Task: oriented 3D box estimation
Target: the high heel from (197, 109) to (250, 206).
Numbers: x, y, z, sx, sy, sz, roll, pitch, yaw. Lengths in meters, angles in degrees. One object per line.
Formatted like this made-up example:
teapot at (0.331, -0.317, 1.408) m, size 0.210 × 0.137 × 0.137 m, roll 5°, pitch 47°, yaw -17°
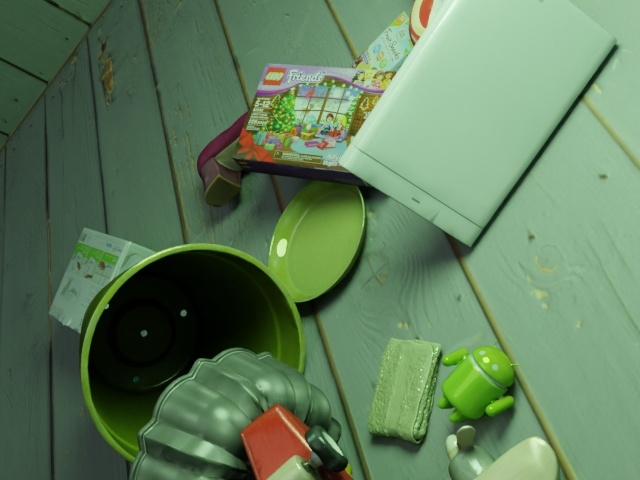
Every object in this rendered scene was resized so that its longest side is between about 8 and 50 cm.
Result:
high heel at (-0.126, -0.244, 1.674) m, size 0.377 × 0.127 × 0.181 m, roll -40°, pitch 36°, yaw 22°

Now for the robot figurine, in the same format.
robot figurine at (0.205, 0.186, 1.068) m, size 0.115 × 0.067 × 0.101 m, roll -50°, pitch 57°, yaw 16°

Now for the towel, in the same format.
towel at (0.119, 0.214, 1.186) m, size 0.110 × 0.027 × 0.148 m, roll -5°, pitch 66°, yaw 49°

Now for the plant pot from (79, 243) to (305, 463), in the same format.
plant pot at (-0.269, 0.184, 1.436) m, size 0.353 × 0.367 × 0.366 m, roll 3°, pitch 71°, yaw 62°

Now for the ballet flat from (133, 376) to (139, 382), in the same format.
ballet flat at (-0.378, 0.300, 1.684) m, size 0.247 × 0.083 × 0.087 m, roll 50°, pitch 123°, yaw 52°

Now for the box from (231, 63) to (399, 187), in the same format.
box at (0.007, -0.205, 1.439) m, size 0.293 × 0.057 × 0.200 m, roll 9°, pitch 71°, yaw 27°

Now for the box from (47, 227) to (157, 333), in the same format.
box at (-0.492, 0.108, 1.888) m, size 0.262 × 0.127 × 0.231 m, roll 11°, pitch 78°, yaw 51°

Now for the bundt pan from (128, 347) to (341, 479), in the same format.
bundt pan at (-0.091, 0.321, 1.132) m, size 0.124 × 0.331 × 0.330 m, roll 7°, pitch 74°, yaw 45°

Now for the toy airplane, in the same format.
toy airplane at (0.079, 0.403, 0.977) m, size 0.386 × 0.272 × 0.384 m, roll 3°, pitch 80°, yaw 12°

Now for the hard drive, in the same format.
hard drive at (0.218, -0.193, 1.141) m, size 0.353 × 0.233 × 0.047 m, roll -56°, pitch 19°, yaw 9°

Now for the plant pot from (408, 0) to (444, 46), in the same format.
plant pot at (0.245, -0.320, 1.234) m, size 0.191 × 0.174 × 0.191 m, roll -25°, pitch 53°, yaw 37°

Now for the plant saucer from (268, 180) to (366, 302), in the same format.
plant saucer at (0.000, 0.000, 1.444) m, size 0.241 × 0.037 × 0.241 m, roll -28°, pitch 49°, yaw 38°

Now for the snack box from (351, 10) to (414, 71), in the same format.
snack box at (0.125, -0.333, 1.490) m, size 0.141 × 0.037 × 0.100 m, roll -41°, pitch 43°, yaw 26°
